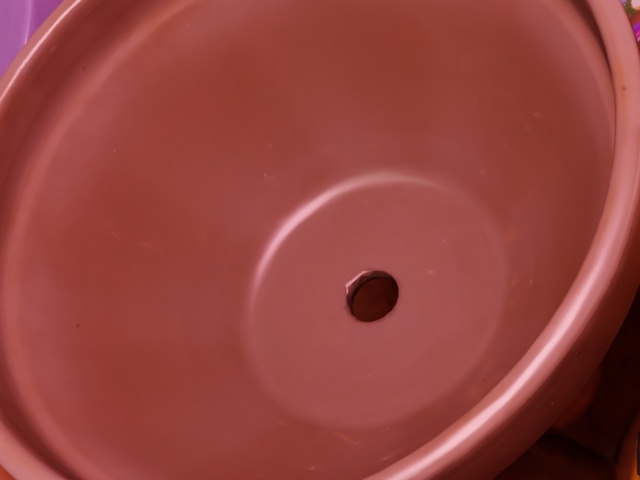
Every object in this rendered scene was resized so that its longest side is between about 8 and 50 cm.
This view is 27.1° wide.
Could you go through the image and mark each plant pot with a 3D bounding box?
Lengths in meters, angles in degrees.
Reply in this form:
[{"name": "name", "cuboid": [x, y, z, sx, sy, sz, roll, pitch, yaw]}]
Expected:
[{"name": "plant pot", "cuboid": [0.000, 0.000, 0.445, 0.237, 0.110, 0.237, -12, 57, 19]}]

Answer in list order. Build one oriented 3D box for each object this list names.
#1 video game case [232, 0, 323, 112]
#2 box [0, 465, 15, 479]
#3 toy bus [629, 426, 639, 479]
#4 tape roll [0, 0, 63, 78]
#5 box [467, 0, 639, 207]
[{"name": "video game case", "cuboid": [-0.017, -0.183, 0.599, 0.248, 0.035, 0.275, -50, 37, 21]}, {"name": "box", "cuboid": [-0.093, 0.161, 0.492, 0.345, 0.215, 0.168, 30, 95, 39]}, {"name": "toy bus", "cuboid": [0.171, -0.051, 0.341, 0.108, 0.333, 0.130, 15, 40, 9]}, {"name": "tape roll", "cuboid": [-0.195, -0.087, 0.737, 0.189, 0.080, 0.189, -12, 70, 34]}, {"name": "box", "cuboid": [0.110, -0.135, 0.524, 0.201, 0.057, 0.293, 43, 106, 38]}]
